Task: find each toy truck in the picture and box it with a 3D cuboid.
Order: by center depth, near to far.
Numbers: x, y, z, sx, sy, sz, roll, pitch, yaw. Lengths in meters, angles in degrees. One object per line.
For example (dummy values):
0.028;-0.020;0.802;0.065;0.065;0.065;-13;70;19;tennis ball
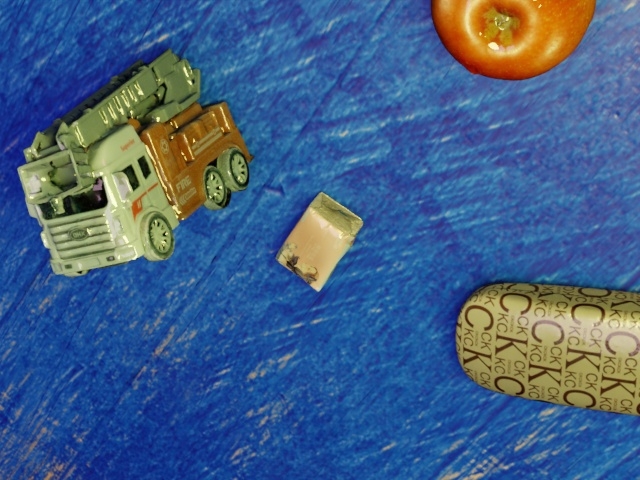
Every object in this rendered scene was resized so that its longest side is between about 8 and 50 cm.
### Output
-0.213;-0.087;1.195;0.133;0.338;0.184;-11;109;25;toy truck

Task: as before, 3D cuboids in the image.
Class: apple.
0.191;-0.237;1.082;0.163;0.139;0.163;7;114;17;apple

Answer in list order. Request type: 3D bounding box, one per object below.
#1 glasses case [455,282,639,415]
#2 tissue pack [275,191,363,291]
0.330;0.127;1.232;0.354;0.085;0.137;5;115;20;glasses case
0.000;0.000;1.317;0.074;0.059;0.094;35;121;5;tissue pack
